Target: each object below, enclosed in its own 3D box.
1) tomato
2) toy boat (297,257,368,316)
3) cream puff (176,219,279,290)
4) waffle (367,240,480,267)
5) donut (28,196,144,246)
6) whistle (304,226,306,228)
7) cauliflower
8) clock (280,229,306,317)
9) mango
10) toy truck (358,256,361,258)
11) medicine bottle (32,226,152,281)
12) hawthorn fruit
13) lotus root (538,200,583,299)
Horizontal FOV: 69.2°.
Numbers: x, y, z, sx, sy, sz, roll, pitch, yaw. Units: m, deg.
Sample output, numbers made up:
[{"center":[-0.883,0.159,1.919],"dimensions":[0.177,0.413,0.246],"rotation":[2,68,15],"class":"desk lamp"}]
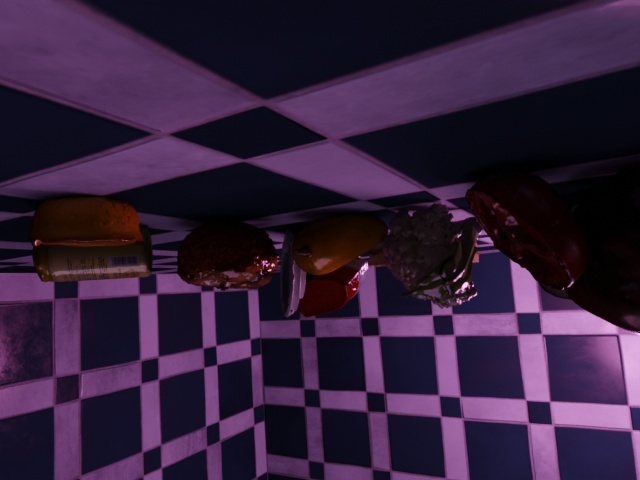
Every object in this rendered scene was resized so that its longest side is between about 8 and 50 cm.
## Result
[{"center":[0.347,-0.031,0.765],"dimensions":[0.101,0.228,0.228],"rotation":[-41,174,-2],"class":"tomato"},{"center":[0.026,0.118,1.343],"dimensions":[0.145,0.133,0.332],"rotation":[42,146,-11],"class":"toy boat"},{"center":[-0.210,0.035,1.070],"dimensions":[0.240,0.164,0.240],"rotation":[2,160,1],"class":"cream puff"},{"center":[0.373,0.043,1.681],"dimensions":[0.376,0.114,0.261],"rotation":[2,171,-45],"class":"waffle"},{"center":[-0.389,-0.028,0.780],"dimensions":[0.174,0.074,0.190],"rotation":[-3,178,-16],"class":"donut"},{"center":[0.000,0.000,1.211],"dimensions":[0.090,0.090,0.158],"rotation":[-8,174,35],"class":"whistle"},{"center":[0.287,0.020,1.085],"dimensions":[0.315,0.256,0.239],"rotation":[-33,169,-29],"class":"cauliflower"},{"center":[-0.072,0.089,1.254],"dimensions":[0.053,0.236,0.236],"rotation":[4,172,-12],"class":"clock"},{"center":[0.051,0.002,1.085],"dimensions":[0.317,0.119,0.176],"rotation":[-14,165,-43],"class":"mango"},{"center":[0.057,0.017,1.382],"dimensions":[0.083,0.092,0.192],"rotation":[-7,165,26],"class":"toy truck"},{"center":[-0.503,0.029,1.031],"dimensions":[0.239,0.124,0.124],"rotation":[-1,173,-16],"class":"medicine bottle"},{"center":[0.571,0.022,0.750],"dimensions":[0.325,0.308,0.308],"rotation":[19,-178,21],"class":"hawthorn fruit"},{"center":[0.672,0.013,1.058],"dimensions":[0.346,0.250,0.250],"rotation":[-8,175,-18],"class":"lotus root"}]
